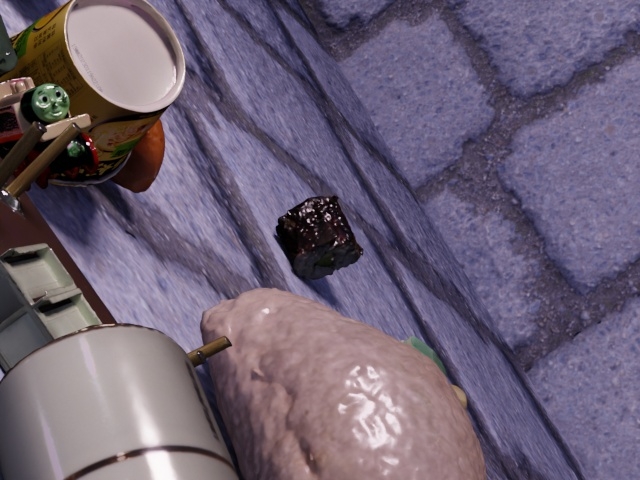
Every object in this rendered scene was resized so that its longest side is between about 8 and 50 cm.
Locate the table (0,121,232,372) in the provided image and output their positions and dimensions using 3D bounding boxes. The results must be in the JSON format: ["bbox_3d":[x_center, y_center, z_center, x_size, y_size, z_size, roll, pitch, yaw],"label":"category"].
[{"bbox_3d":[-0.166,0.029,0.995,0.240,0.111,0.121,55,12,2],"label":"table"}]

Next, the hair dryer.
[{"bbox_3d":[-0.059,0.218,0.906,0.362,0.128,0.203,54,7,-50],"label":"hair dryer"}]

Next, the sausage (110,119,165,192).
[{"bbox_3d":[-0.211,-0.122,1.336,0.179,0.089,0.089,46,13,-26],"label":"sausage"}]

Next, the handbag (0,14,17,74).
[{"bbox_3d":[-0.338,-0.241,1.056,0.260,0.079,0.247,70,13,14],"label":"handbag"}]

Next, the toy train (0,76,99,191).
[{"bbox_3d":[-0.217,-0.082,1.105,0.138,0.050,0.087,-2,-72,57],"label":"toy train"}]

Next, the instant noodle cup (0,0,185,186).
[{"bbox_3d":[-0.191,-0.134,1.209,0.151,0.122,0.151,22,53,-32],"label":"instant noodle cup"}]

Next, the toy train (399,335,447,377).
[{"bbox_3d":[0.071,0.173,1.534,0.081,0.125,0.194,49,11,-8],"label":"toy train"}]

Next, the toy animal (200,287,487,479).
[{"bbox_3d":[0.040,0.185,1.195,0.226,0.188,0.358,36,21,-45],"label":"toy animal"}]

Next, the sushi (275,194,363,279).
[{"bbox_3d":[-0.001,-0.001,1.848,0.098,0.094,0.084,68,-2,-59],"label":"sushi"}]
